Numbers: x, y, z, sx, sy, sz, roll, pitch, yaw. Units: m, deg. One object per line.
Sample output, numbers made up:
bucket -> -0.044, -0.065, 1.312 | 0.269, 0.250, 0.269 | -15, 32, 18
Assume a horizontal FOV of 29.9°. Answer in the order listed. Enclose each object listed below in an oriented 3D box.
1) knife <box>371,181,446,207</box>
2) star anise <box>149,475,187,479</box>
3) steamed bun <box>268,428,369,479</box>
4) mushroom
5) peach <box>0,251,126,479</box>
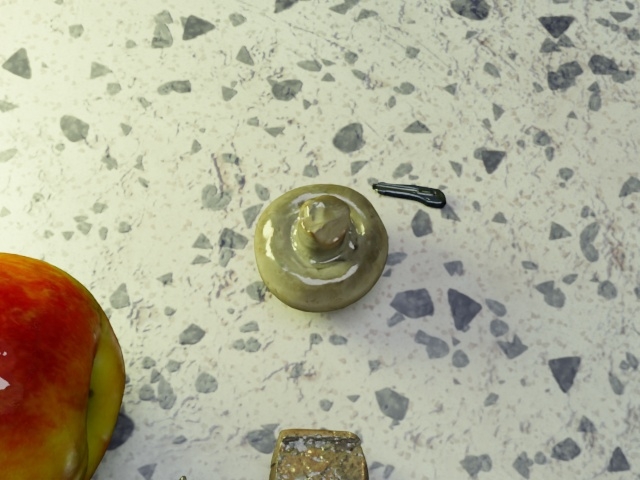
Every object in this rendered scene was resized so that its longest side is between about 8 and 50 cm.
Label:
knife -> 0.140, -0.074, 1.904 | 0.121, 0.018, 0.031 | 8, 65, 3
star anise -> -0.306, 0.419, 1.542 | 0.359, 0.316, 0.139 | -31, 74, 13
steamed bun -> -0.004, 0.346, 1.668 | 0.144, 0.106, 0.175 | 3, 64, -1
mushroom -> 0.000, 0.000, 1.768 | 0.204, 0.204, 0.204 | 1, 67, -2
peach -> -0.457, 0.194, 1.587 | 0.388, 0.388, 0.388 | 1, 67, -2
